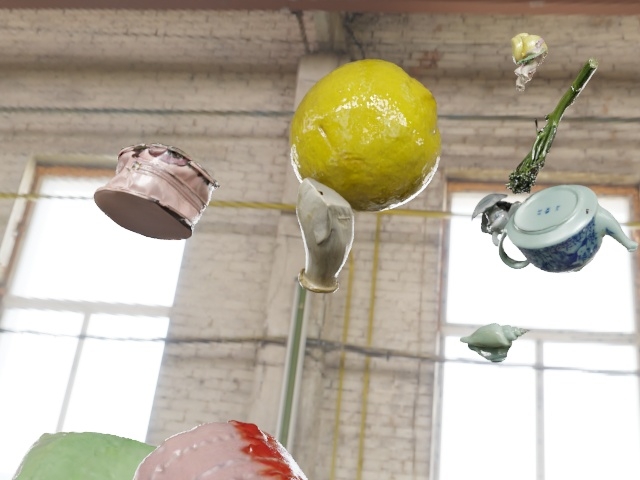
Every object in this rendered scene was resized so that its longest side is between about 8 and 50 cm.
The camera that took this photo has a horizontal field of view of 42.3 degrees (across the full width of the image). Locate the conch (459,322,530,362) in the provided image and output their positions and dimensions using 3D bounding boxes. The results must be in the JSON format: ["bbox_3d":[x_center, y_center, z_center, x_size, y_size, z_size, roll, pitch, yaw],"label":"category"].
[{"bbox_3d":[0.412,0.233,1.936,0.180,0.065,0.088,-19,-70,37],"label":"conch"}]

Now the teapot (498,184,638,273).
[{"bbox_3d":[0.409,-0.002,1.410,0.232,0.159,0.159,-13,-33,35],"label":"teapot"}]

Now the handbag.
[{"bbox_3d":[-0.294,-0.087,1.484,0.179,0.116,0.205,1,-25,30],"label":"handbag"}]

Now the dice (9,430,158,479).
[{"bbox_3d":[-0.313,0.477,1.119,0.322,0.330,0.318,26,-48,-10],"label":"dice"}]

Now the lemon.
[{"bbox_3d":[0.093,-0.217,1.774,0.348,0.348,0.348,6,-26,3],"label":"lemon"}]

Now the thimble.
[{"bbox_3d":[-0.078,0.258,0.735,0.163,0.125,0.189,-31,-49,-16],"label":"thimble"}]

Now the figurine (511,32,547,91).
[{"bbox_3d":[0.432,-0.382,1.742,0.083,0.187,0.083,14,-44,14],"label":"figurine"}]

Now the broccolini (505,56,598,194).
[{"bbox_3d":[0.385,-0.183,1.390,0.062,0.123,0.271,21,-56,-7],"label":"broccolini"}]

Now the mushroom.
[{"bbox_3d":[0.010,-0.004,1.594,0.108,0.096,0.247,-6,-54,-9],"label":"mushroom"}]

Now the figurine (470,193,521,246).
[{"bbox_3d":[0.328,-0.043,1.513,0.094,0.082,0.086,-36,-79,20],"label":"figurine"}]
